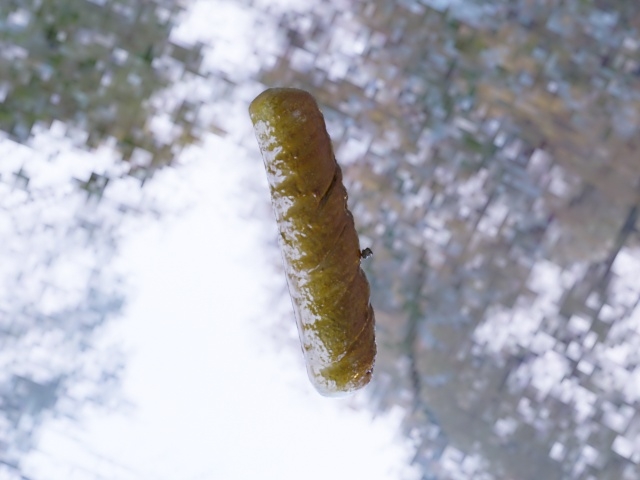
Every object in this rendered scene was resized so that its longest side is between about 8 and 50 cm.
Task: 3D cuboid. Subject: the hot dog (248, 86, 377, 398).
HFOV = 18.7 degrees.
[{"bbox_3d":[-0.004,0.001,1.730,0.061,0.285,0.088,-10,-171,45],"label":"hot dog"}]
